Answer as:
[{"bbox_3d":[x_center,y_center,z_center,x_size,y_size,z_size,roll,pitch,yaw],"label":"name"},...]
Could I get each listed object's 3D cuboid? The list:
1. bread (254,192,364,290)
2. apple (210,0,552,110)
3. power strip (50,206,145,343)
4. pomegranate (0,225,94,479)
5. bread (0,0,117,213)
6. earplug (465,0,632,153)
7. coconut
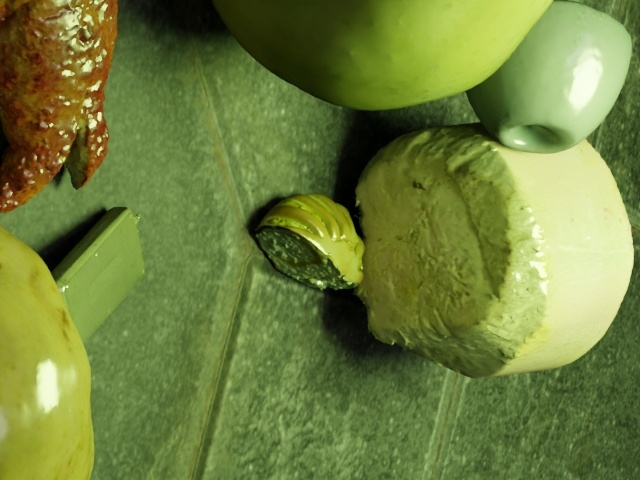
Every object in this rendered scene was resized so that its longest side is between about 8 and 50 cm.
[{"bbox_3d":[0.000,0.000,1.855,0.157,0.083,0.094,59,40,-43],"label":"bread"},{"bbox_3d":[0.057,-0.289,1.624,0.357,0.357,0.357,-20,114,-51],"label":"apple"},{"bbox_3d":[-0.203,0.031,1.579,0.169,0.028,0.076,-54,139,-55],"label":"power strip"},{"bbox_3d":[-0.317,0.131,1.223,0.333,0.333,0.332,-20,114,-51],"label":"pomegranate"},{"bbox_3d":[-0.227,-0.151,1.470,0.139,0.095,0.268,-25,123,-41],"label":"bread"},{"bbox_3d":[0.191,-0.229,1.855,0.175,0.325,0.214,-44,146,6],"label":"earplug"},{"bbox_3d":[0.199,0.007,1.968,0.310,0.297,0.297,-2,100,-53],"label":"coconut"}]
